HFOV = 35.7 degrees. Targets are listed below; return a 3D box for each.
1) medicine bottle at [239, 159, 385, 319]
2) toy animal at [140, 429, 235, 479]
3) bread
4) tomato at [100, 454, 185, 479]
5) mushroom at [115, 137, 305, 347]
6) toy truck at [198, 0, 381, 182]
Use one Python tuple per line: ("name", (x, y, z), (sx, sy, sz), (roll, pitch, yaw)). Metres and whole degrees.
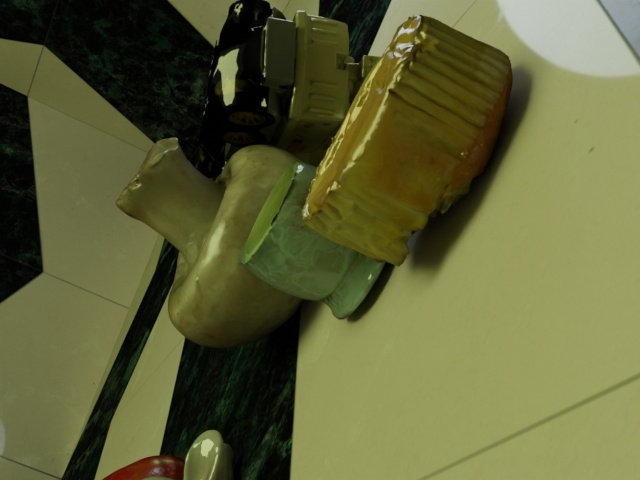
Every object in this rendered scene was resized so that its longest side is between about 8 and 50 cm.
("medicine bottle", (0.000, 0.000, 1.144), (0.147, 0.143, 0.147), (-57, 13, 21))
("toy animal", (-0.207, 0.393, 1.239), (0.325, 0.154, 0.208), (-47, -12, -14))
("bread", (0.089, -0.097, 1.001), (0.250, 0.133, 0.179), (-62, 13, 9))
("tomato", (-0.292, 0.430, 1.494), (0.200, 0.139, 0.233), (121, 166, -48))
("mushroom", (-0.145, -0.006, 1.383), (0.297, 0.290, 0.297), (-59, 14, 24))
("toy truck", (-0.056, -0.203, 1.515), (0.405, 0.254, 0.180), (132, 144, -71))
